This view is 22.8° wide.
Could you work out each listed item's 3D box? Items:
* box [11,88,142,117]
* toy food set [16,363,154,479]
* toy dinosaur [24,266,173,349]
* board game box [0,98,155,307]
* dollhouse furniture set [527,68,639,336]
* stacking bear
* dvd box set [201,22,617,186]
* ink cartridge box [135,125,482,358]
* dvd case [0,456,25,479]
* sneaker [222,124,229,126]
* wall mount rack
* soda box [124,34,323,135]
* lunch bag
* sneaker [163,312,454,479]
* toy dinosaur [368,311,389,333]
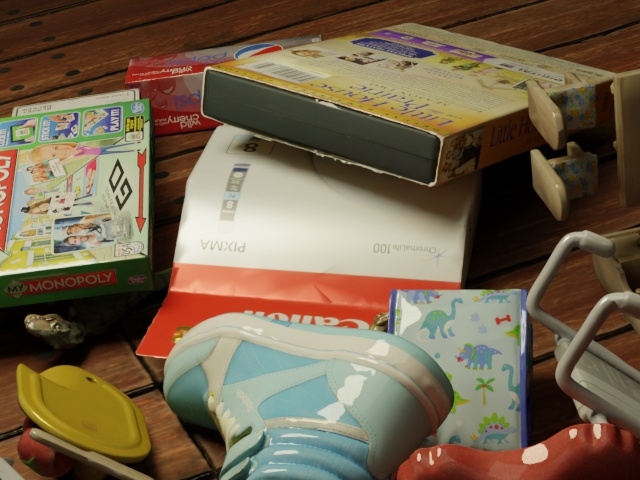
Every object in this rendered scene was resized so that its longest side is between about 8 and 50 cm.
[{"bbox_3d":[-0.289,-0.078,1.904,0.169,0.087,0.290,-10,28,-3],"label":"box"},{"bbox_3d":[-0.222,0.181,1.407,0.128,0.071,0.218,25,11,-17],"label":"toy food set"},{"bbox_3d":[-0.231,0.049,1.690,0.118,0.064,0.268,21,35,32],"label":"toy dinosaur"},{"bbox_3d":[-0.285,-0.043,1.709,0.214,0.046,0.317,-7,35,-1],"label":"board game box"},{"bbox_3d":[0.328,-0.045,1.516,0.212,0.242,0.161,-12,29,-6],"label":"dollhouse furniture set"},{"bbox_3d":[0.147,0.286,1.046,0.175,0.164,0.289,-10,39,10],"label":"stacking bear"},{"bbox_3d":[0.113,-0.165,1.797,0.308,0.062,0.420,18,23,30],"label":"dvd box set"},{"bbox_3d":[0.000,0.000,1.648,0.308,0.091,0.385,4,28,9],"label":"ink cartridge box"},{"bbox_3d":[-0.330,0.276,1.320,0.239,0.029,0.179,-25,33,-28],"label":"dvd case"},{"bbox_3d":[0.034,-0.141,1.914,0.296,0.104,0.147,8,37,35],"label":"sneaker"},{"bbox_3d":[0.322,0.122,1.293,0.304,0.130,0.350,30,12,-7],"label":"wall mount rack"},{"bbox_3d":[-0.120,-0.203,2.095,0.263,0.083,0.092,-8,27,2],"label":"soda box"},{"bbox_3d":[0.124,0.125,1.416,0.129,0.096,0.151,-2,58,11],"label":"lunch bag"},{"bbox_3d":[-0.060,0.173,1.350,0.319,0.127,0.208,-4,41,45],"label":"sneaker"},{"bbox_3d":[0.001,0.111,1.479,0.183,0.053,0.092,-11,30,-17],"label":"toy dinosaur"}]
